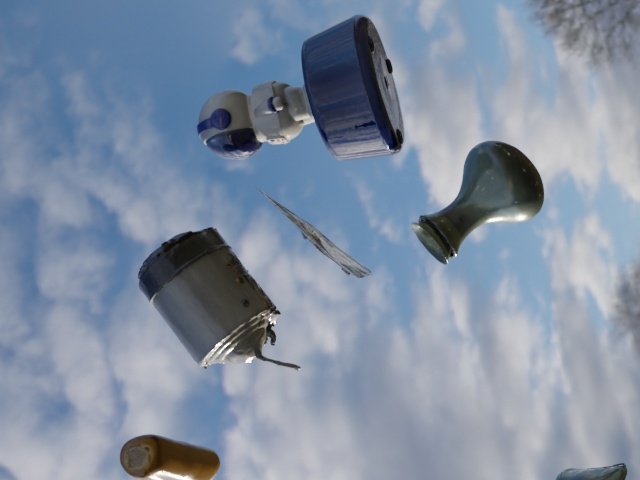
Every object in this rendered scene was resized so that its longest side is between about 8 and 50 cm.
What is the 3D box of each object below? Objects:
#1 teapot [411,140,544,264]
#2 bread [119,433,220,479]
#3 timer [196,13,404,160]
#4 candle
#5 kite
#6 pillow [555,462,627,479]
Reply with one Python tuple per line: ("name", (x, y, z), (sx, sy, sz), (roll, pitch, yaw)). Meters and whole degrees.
("teapot", (0.305, -0.069, 1.926), (0.183, 0.251, 0.183), (49, 172, 9))
("bread", (-0.272, 0.408, 1.798), (0.239, 0.093, 0.074), (36, -145, -59))
("timer", (-0.052, -0.250, 1.880), (0.270, 0.384, 0.270), (-14, -90, -76))
("candle", (-0.177, 0.138, 1.802), (0.330, 0.187, 0.187), (51, -157, 10))
("kite", (-0.001, 0.001, 0.996), (0.141, 0.015, 0.245), (40, 179, 8))
("pillow", (0.382, 0.492, 1.569), (0.075, 0.185, 0.302), (35, -112, -8))
